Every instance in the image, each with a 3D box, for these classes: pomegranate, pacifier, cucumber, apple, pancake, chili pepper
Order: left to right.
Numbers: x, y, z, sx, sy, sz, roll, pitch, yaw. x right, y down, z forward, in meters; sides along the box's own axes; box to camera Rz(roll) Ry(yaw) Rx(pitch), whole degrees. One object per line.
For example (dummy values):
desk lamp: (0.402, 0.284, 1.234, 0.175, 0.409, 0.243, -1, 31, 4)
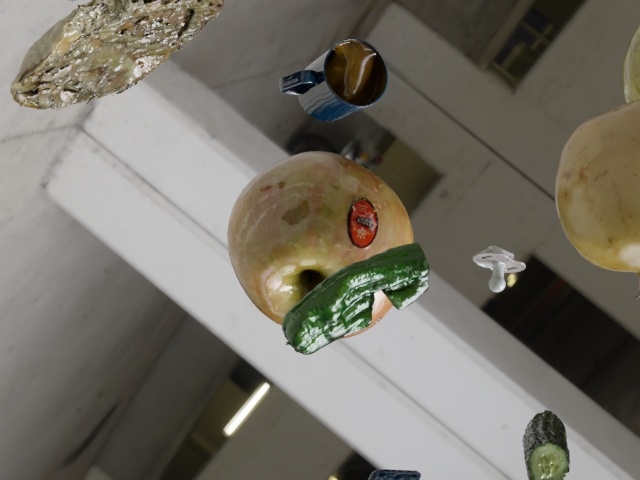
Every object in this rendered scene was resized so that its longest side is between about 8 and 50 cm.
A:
pancake: (-0.316, -0.313, 1.599, 0.382, 0.071, 0.382, -31, 178, -1)
apple: (0.000, 0.000, 2.147, 0.391, 0.391, 0.346, -53, -168, 37)
chili pepper: (0.051, 0.084, 1.551, 0.253, 0.099, 0.083, -28, -154, -9)
pacifier: (0.304, 0.053, 1.764, 0.081, 0.099, 0.078, -19, -123, 50)
cucumber: (0.375, 0.342, 1.714, 0.077, 0.077, 0.265, -51, 176, 10)
pomegranate: (0.563, -0.064, 1.711, 0.342, 0.342, 0.342, -51, 177, -4)

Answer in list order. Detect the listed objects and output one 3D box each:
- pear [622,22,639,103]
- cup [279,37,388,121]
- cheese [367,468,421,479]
pear: (0.732, -0.347, 1.982, 0.304, 0.304, 0.304, -51, 177, -4)
cup: (0.018, -0.273, 1.713, 0.138, 0.150, 0.113, -15, -130, 67)
cheese: (0.076, 0.458, 1.615, 0.189, 0.074, 0.286, -3, -153, 29)
